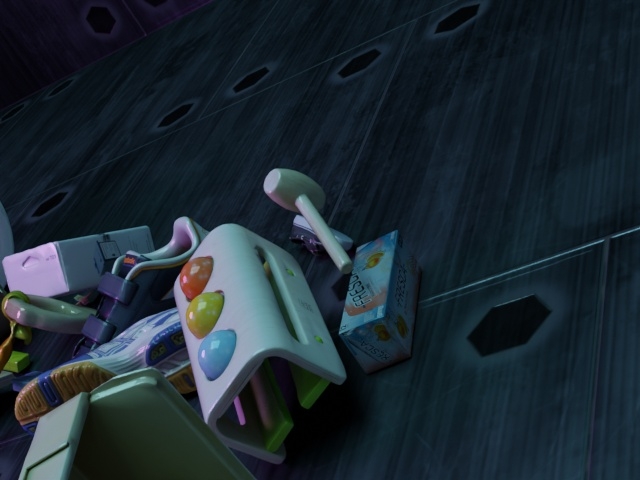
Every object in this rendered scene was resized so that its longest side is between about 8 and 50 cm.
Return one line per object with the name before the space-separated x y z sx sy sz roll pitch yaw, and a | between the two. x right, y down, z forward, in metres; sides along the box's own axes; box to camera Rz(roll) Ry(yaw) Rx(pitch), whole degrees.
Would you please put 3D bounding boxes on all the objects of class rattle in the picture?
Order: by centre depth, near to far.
rattle | -0.370 0.151 1.752 0.130 0.199 0.143 -5 75 49

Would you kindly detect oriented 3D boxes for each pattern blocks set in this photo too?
pattern blocks set | -0.560 0.216 1.788 0.285 0.026 0.325 -16 14 -41

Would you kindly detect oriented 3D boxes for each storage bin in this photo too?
storage bin | -0.122 0.271 0.947 0.123 0.260 0.262 -32 22 14

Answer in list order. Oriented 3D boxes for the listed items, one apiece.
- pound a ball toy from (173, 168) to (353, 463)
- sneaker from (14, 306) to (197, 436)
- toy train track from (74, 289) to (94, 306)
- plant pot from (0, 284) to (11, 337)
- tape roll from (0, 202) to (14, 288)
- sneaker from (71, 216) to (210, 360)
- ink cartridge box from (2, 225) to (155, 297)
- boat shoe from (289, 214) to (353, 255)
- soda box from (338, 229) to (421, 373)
pound a ball toy | -0.068 0.057 1.324 0.208 0.135 0.319 -54 28 16
sneaker | -0.241 0.167 1.536 0.296 0.112 0.131 -21 16 6
toy train track | -0.387 0.099 1.965 0.048 0.014 0.083 -40 16 -15
plant pot | -0.695 0.093 1.989 0.280 0.323 0.323 -39 23 -12
tape roll | -0.712 0.017 2.214 0.286 0.286 0.100 -44 24 -24
sneaker | -0.264 0.098 1.661 0.321 0.127 0.126 -44 26 -21
ink cartridge box | -0.371 0.038 1.875 0.139 0.082 0.190 -15 1 39
boat shoe | 0.000 0.000 1.617 0.142 0.049 0.040 28 97 63
soda box | 0.069 0.066 1.356 0.058 0.063 0.183 -24 24 21
